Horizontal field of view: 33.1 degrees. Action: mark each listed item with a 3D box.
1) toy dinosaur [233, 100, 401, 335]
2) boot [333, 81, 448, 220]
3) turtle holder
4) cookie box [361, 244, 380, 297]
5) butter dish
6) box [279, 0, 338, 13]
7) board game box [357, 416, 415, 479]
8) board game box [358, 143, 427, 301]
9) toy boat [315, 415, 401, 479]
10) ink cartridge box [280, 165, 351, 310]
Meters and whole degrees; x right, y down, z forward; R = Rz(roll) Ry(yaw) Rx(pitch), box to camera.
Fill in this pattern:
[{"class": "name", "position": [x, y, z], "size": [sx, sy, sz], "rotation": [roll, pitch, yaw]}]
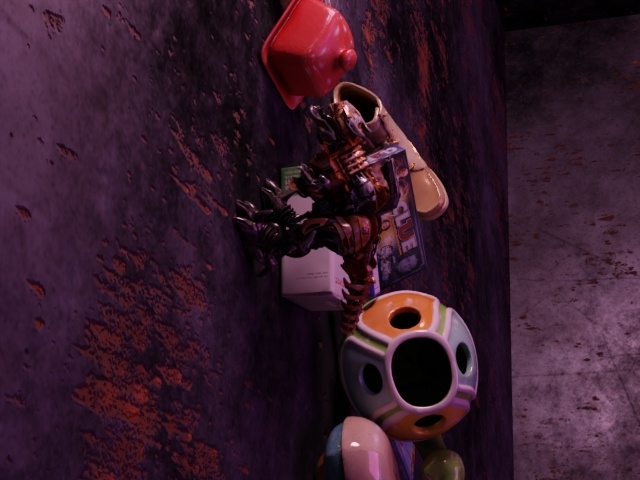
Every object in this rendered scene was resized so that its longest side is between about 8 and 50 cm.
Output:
[{"class": "toy dinosaur", "position": [0.009, -0.028, 1.520], "size": [0.164, 0.219, 0.321], "rotation": [19, 68, -72]}, {"class": "boot", "position": [0.127, -0.165, 1.983], "size": [0.262, 0.095, 0.203], "rotation": [57, 5, 27]}, {"class": "turtle holder", "position": [0.148, 0.247, 1.826], "size": [0.227, 0.243, 0.320], "rotation": [162, -59, -84]}, {"class": "cookie box", "position": [0.051, 0.044, 1.841], "size": [0.040, 0.092, 0.107], "rotation": [-21, 106, -67]}, {"class": "butter dish", "position": [0.002, -0.293, 1.674], "size": [0.160, 0.118, 0.160], "rotation": [-59, 149, -17]}, {"class": "box", "position": [-0.029, -0.460, 1.770], "size": [0.231, 0.056, 0.183], "rotation": [69, 25, -43]}, {"class": "board game box", "position": [0.130, 0.342, 2.059], "size": [0.194, 0.060, 0.194], "rotation": [62, 28, -48]}, {"class": "board game box", "position": [0.096, -0.030, 1.917], "size": [0.165, 0.042, 0.243], "rotation": [-25, 118, -23]}, {"class": "toy boat", "position": [0.049, 0.439, 1.699], "size": [0.267, 0.148, 0.318], "rotation": [71, 15, -51]}, {"class": "ink cartridge box", "position": [0.000, 0.000, 1.698], "size": [0.153, 0.087, 0.208], "rotation": [37, 50, -67]}]
